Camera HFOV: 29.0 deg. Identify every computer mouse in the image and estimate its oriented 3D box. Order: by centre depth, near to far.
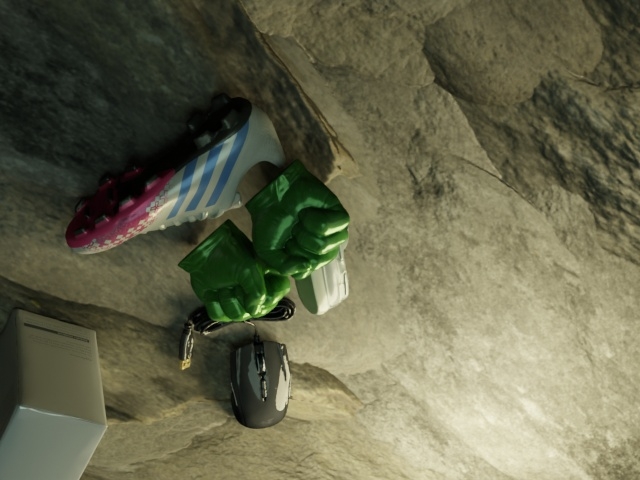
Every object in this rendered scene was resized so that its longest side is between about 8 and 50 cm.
[{"bbox_3d":[-0.130,0.211,1.940,0.184,0.060,0.262,-4,123,-13],"label":"computer mouse"}]

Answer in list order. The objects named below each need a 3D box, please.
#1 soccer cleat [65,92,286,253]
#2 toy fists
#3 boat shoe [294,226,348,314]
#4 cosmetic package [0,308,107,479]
[{"bbox_3d":[-0.195,-0.061,1.710,0.331,0.116,0.143,-35,124,9],"label":"soccer cleat"},{"bbox_3d":[-0.077,0.017,1.748,0.279,0.096,0.142,-40,96,28],"label":"toy fists"},{"bbox_3d":[0.001,0.001,1.836,0.081,0.079,0.228,-24,124,-28],"label":"boat shoe"},{"bbox_3d":[-0.420,0.264,1.799,0.138,0.225,0.224,19,117,-24],"label":"cosmetic package"}]
